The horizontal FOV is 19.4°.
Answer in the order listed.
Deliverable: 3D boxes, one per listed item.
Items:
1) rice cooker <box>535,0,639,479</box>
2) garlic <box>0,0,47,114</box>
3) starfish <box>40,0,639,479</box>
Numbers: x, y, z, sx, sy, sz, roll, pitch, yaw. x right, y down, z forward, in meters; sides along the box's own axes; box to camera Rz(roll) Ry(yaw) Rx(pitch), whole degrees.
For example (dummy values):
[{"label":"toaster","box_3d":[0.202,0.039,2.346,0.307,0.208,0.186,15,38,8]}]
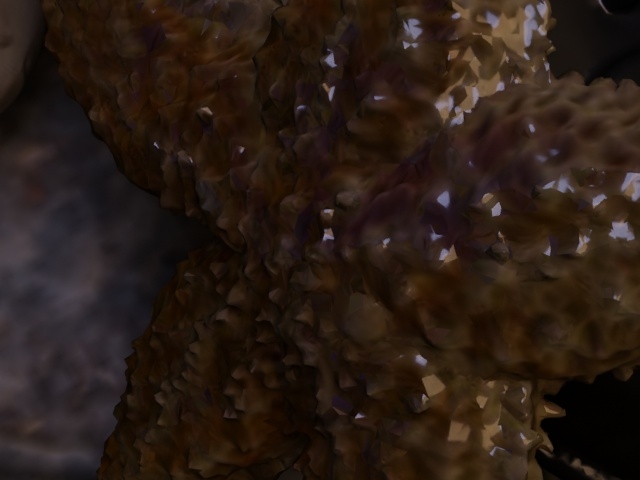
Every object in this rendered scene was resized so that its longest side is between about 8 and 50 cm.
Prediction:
[{"label":"rice cooker","box_3d":[0.098,0.000,0.520,0.203,0.118,0.142,34,73,-1]},{"label":"garlic","box_3d":[-0.121,-0.092,0.517,0.084,0.066,0.152,-10,84,-12]},{"label":"starfish","box_3d":[-0.003,0.001,0.433,0.299,0.060,0.302,27,110,30]}]
